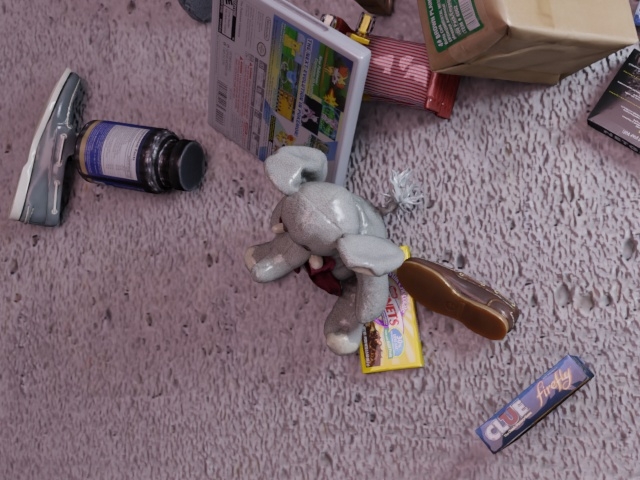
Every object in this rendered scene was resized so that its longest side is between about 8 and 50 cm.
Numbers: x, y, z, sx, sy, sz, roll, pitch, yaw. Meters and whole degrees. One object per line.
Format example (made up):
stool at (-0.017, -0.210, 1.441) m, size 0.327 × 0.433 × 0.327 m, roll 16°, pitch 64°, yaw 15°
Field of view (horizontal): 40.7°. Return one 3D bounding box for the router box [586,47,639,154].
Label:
router box at (0.528, -0.197, 1.343) m, size 0.179 × 0.046 × 0.133 m, roll 36°, pitch 96°, yaw 20°

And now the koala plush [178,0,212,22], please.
koala plush at (-0.245, -0.566, 1.594) m, size 0.196 × 0.203 × 0.221 m, roll -39°, pitch 61°, yaw 10°

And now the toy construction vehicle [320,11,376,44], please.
toy construction vehicle at (0.036, -0.318, 1.370) m, size 0.085 × 0.035 × 0.098 m, roll 20°, pitch 97°, yaw 9°

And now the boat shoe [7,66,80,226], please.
boat shoe at (-0.519, -0.179, 1.693) m, size 0.099 × 0.116 × 0.320 m, roll 20°, pitch 80°, yaw -23°

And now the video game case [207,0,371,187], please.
video game case at (-0.066, -0.249, 1.440) m, size 0.300 × 0.329 × 0.036 m, roll 35°, pitch 53°, yaw 19°

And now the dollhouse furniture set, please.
dollhouse furniture set at (0.145, -0.404, 1.429) m, size 0.201 × 0.152 × 0.374 m, roll 13°, pitch 92°, yaw 20°

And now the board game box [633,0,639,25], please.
board game box at (0.579, -0.411, 1.315) m, size 0.136 × 0.035 × 0.201 m, roll 23°, pitch 117°, yaw 19°

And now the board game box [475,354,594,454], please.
board game box at (0.318, 0.234, 1.254) m, size 0.165 × 0.243 × 0.042 m, roll -42°, pitch 71°, yaw 9°

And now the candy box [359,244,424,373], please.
candy box at (0.110, 0.116, 1.457) m, size 0.105 × 0.027 × 0.206 m, roll -9°, pitch 80°, yaw 14°

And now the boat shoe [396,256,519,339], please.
boat shoe at (0.224, 0.087, 1.402) m, size 0.207 × 0.073 × 0.073 m, roll 33°, pitch 132°, yaw 16°

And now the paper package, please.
paper package at (0.293, -0.422, 1.307) m, size 0.168 × 0.309 × 0.325 m, roll -24°, pitch 73°, yaw 54°

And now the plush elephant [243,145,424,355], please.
plush elephant at (0.000, 0.000, 1.358) m, size 0.330 × 0.255 × 0.272 m, roll -48°, pitch 65°, yaw 16°

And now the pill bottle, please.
pill bottle at (-0.332, -0.151, 1.593) m, size 0.219 × 0.123 × 0.123 m, roll 10°, pitch 86°, yaw 19°
